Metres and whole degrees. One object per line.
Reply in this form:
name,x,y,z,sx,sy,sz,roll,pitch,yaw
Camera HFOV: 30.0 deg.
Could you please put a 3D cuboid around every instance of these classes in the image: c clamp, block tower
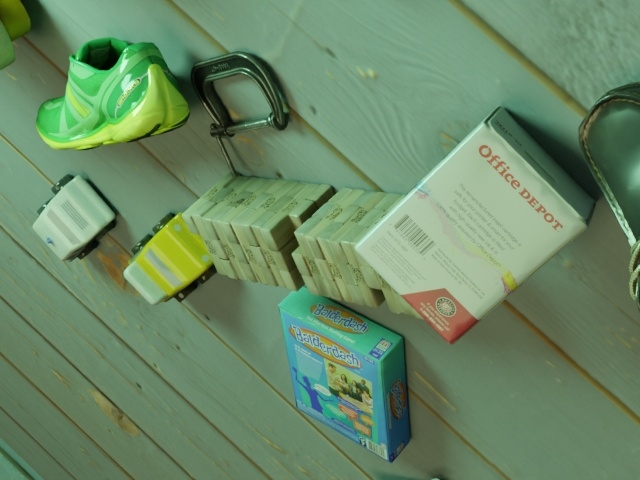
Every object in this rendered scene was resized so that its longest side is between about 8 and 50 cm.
c clamp,-0.085,-0.143,1.309,0.161,0.022,0.137,-11,113,56
block tower,0.000,0.000,1.302,0.335,0.091,0.097,12,135,43

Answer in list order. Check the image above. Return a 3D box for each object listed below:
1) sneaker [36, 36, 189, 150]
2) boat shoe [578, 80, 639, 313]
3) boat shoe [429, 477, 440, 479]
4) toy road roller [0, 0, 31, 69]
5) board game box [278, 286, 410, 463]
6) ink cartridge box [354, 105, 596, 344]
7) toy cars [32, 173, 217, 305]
sneaker,-0.248,-0.175,1.405,0.296,0.109,0.123,-3,102,53
boat shoe,0.292,0.012,0.843,0.355,0.130,0.132,54,137,34
boat shoe,0.135,0.360,1.563,0.079,0.095,0.254,45,160,-21
toy road roller,-0.532,-0.317,1.471,0.329,0.202,0.241,57,159,-10
board game box,0.032,0.169,1.500,0.160,0.047,0.210,27,144,29
ink cartridge box,0.139,-0.013,1.070,0.127,0.072,0.175,46,117,0
toy cars,-0.293,0.011,1.661,0.394,0.087,0.176,19,139,37
